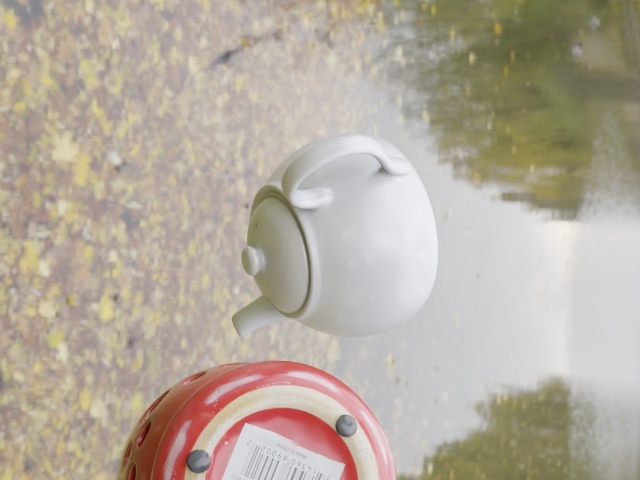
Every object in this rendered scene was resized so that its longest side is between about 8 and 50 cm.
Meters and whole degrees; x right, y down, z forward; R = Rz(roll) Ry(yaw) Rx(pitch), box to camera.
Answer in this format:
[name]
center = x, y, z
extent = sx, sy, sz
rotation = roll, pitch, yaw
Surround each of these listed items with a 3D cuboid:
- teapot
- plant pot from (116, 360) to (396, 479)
[teapot]
center = 0.000, 0.000, 1.109
extent = 0.187, 0.252, 0.256
rotation = -12, 104, -28
[plant pot]
center = -0.048, 0.182, 0.714
extent = 0.174, 0.191, 0.191
rotation = 143, -44, -71
